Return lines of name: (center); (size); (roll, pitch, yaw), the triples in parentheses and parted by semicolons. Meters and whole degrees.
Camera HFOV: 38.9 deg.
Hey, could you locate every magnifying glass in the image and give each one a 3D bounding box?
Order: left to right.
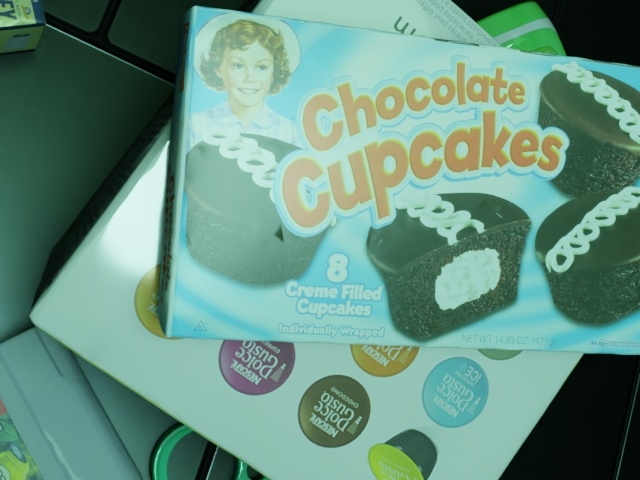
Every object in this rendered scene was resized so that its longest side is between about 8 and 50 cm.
magnifying glass: (-0.056, 0.231, 0.910); (0.231, 0.026, 0.092); (10, 79, -24)

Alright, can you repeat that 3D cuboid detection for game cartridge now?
game cartridge: (-0.301, 0.212, 0.733); (0.294, 0.060, 0.196); (-29, 90, -34)

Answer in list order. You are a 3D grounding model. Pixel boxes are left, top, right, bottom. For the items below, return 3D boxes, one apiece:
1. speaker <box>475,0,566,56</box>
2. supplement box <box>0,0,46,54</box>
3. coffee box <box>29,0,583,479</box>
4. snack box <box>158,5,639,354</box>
speaker: (0.249, -0.114, 1.037); (0.131, 0.131, 0.296); (-24, 94, -25)
supplement box: (-0.301, -0.206, 0.822); (0.083, 0.083, 0.056); (-14, 89, -25)
coffee box: (0.000, 0.000, 0.759); (0.337, 0.338, 0.334); (38, 85, -15)
snack box: (0.068, -0.029, 0.566); (0.322, 0.060, 0.187); (4, 95, -16)
